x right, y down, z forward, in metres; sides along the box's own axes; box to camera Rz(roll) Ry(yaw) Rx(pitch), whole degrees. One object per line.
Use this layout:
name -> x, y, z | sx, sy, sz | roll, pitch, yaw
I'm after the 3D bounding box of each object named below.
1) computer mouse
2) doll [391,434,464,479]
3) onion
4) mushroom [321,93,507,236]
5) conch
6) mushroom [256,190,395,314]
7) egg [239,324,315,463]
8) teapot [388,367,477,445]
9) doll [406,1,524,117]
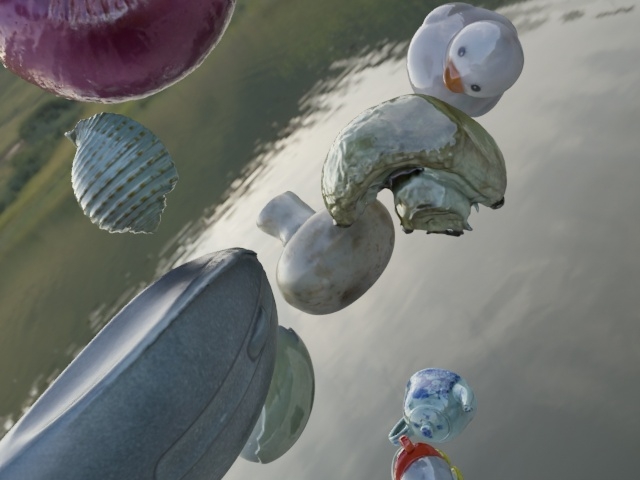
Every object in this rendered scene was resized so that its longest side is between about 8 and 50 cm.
computer mouse -> -0.144, 0.160, 0.780 | 0.114, 0.203, 0.374 | 17, 52, 41
doll -> 0.198, 0.437, 1.384 | 0.105, 0.336, 0.200 | -32, 26, -6
onion -> -0.268, -0.356, 0.981 | 0.358, 0.358, 0.345 | -53, -13, -21
mushroom -> 0.137, -0.125, 1.185 | 0.164, 0.267, 0.189 | 90, -176, -52
conch -> -0.246, -0.074, 1.037 | 0.135, 0.153, 0.102 | -27, 36, 20
mushroom -> 0.000, 0.000, 1.443 | 0.243, 0.243, 0.243 | -41, 17, 16
egg -> -0.097, 0.252, 1.370 | 0.183, 0.183, 0.217 | -30, 55, 43
teapot -> 0.238, 0.367, 1.776 | 0.232, 0.159, 0.159 | -36, 20, 33
doll -> 0.276, -0.324, 1.481 | 0.251, 0.221, 0.221 | -37, 9, -36
